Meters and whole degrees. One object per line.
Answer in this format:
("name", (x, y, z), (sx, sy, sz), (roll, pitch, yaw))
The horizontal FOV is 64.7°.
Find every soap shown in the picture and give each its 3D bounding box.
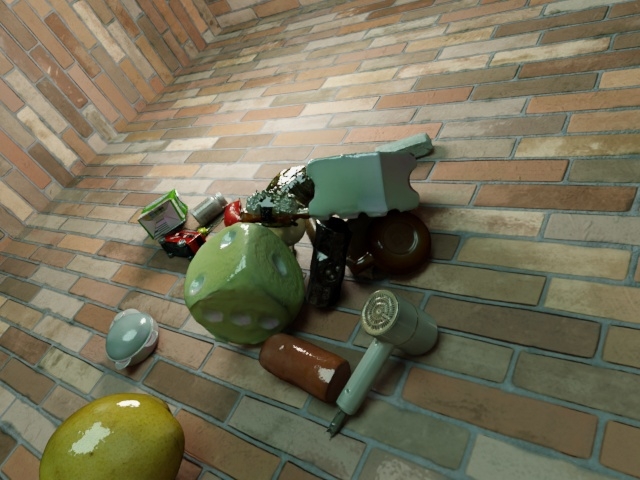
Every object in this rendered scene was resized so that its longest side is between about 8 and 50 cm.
("soap", (0.134, -0.155, 1.372), (0.261, 0.156, 0.446), (-4, 6, 13))

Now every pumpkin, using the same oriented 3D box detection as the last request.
("pumpkin", (-0.112, -0.170, 1.771), (0.278, 0.111, 0.163), (-4, 40, 32))

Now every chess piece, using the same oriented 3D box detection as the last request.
("chess piece", (-0.175, -0.010, 1.566), (0.299, 0.167, 0.167), (-24, 37, 36))

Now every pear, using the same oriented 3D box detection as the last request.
("pear", (-0.478, 0.506, 1.187), (0.314, 0.314, 0.314), (-19, 41, 17))

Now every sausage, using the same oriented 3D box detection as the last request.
("sausage", (-0.048, 0.304, 1.248), (0.259, 0.114, 0.114), (15, 58, 42))

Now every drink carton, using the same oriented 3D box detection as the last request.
("drink carton", (-0.628, -0.105, 2.024), (0.161, 0.108, 0.271), (-32, 19, -2))

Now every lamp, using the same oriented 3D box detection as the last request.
("lamp", (-0.627, 0.303, 1.651), (0.179, 0.108, 0.246), (-38, 38, -13))

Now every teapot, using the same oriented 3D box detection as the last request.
("teapot", (0.190, 0.023, 1.367), (0.252, 0.135, 0.178), (-32, 71, -6))

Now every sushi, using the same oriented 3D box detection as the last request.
("sushi", (-0.127, -0.094, 1.423), (0.225, 0.103, 0.097), (4, 47, 15))

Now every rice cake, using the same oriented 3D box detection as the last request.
("rice cake", (0.274, -0.302, 1.696), (0.206, 0.063, 0.069), (-13, 41, 23))

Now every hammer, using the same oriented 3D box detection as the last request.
("hammer", (0.000, 0.000, 1.496), (0.095, 0.243, 0.409), (4, 22, -10))

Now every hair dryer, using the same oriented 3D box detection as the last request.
("hair dryer", (0.114, 0.295, 1.144), (0.357, 0.173, 0.107), (-57, 36, 1))

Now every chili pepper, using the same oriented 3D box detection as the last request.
("chili pepper", (-0.275, -0.073, 1.821), (0.137, 0.092, 0.368), (-30, 39, -20))

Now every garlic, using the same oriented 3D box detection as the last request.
("garlic", (0.141, -0.025, 1.480), (0.267, 0.148, 0.128), (-53, 6, -17))

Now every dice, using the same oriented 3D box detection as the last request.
("dice", (-0.208, 0.121, 1.406), (0.249, 0.252, 0.254), (-33, 35, 22))

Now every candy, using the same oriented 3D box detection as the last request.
("candy", (-0.421, -0.053, 1.947), (0.123, 0.035, 0.035), (-37, 41, -17))

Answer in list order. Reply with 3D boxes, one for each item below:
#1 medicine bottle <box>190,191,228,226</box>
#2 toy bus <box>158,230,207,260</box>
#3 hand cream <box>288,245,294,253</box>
("medicine bottle", (-0.436, -0.126, 1.989), (0.140, 0.079, 0.079), (-41, 39, -9))
("toy bus", (-0.522, 0.013, 1.907), (0.195, 0.081, 0.089), (5, 42, 38))
("hand cream", (-0.110, 0.067, 1.606), (0.057, 0.037, 0.165), (-11, 50, 26))
